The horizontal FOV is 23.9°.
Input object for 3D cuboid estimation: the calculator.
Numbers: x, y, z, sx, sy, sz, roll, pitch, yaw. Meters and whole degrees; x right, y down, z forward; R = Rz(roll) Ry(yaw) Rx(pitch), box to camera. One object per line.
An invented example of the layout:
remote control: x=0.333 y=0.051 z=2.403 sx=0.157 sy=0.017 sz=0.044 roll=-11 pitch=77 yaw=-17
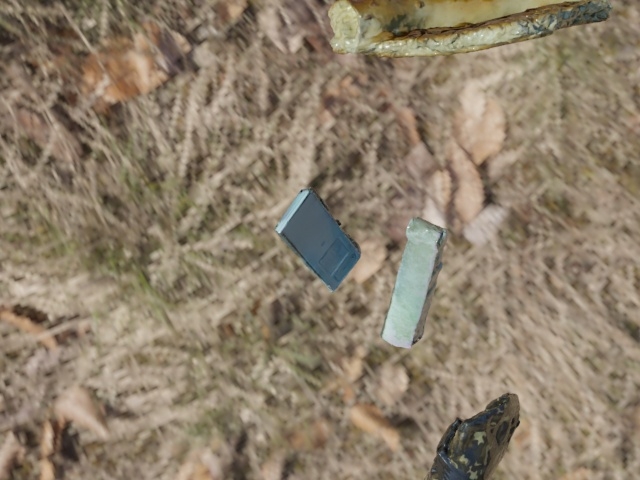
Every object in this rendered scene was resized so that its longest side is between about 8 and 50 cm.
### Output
calculator: x=0.000 y=0.000 z=1.464 sx=0.057 sy=0.018 sz=0.172 roll=-57 pitch=154 yaw=-8

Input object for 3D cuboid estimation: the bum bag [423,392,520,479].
bum bag: x=0.150 y=0.270 z=1.672 sx=0.102 sy=0.069 sz=0.248 roll=-22 pitch=138 yaw=-59

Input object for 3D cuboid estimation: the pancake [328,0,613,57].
pancake: x=0.141 y=-0.185 z=1.209 sx=0.266 sy=0.244 sz=0.057 roll=-11 pitch=99 yaw=-14

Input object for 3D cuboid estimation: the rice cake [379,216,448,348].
rice cake: x=0.099 y=0.046 z=1.568 sx=0.034 sy=0.043 sz=0.211 roll=-56 pitch=166 yaw=-34
